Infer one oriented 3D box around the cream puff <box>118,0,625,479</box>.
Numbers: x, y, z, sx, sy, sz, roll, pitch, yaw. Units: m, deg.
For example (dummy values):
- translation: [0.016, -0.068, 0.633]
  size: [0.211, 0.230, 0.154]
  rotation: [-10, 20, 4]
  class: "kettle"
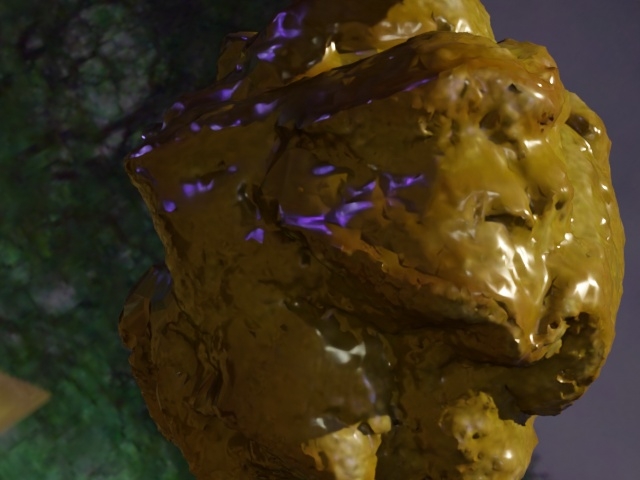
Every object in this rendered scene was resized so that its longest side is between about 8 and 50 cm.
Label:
- translation: [0.015, 0.003, 0.526]
  size: [0.244, 0.244, 0.196]
  rotation: [15, -30, 41]
  class: "cream puff"
